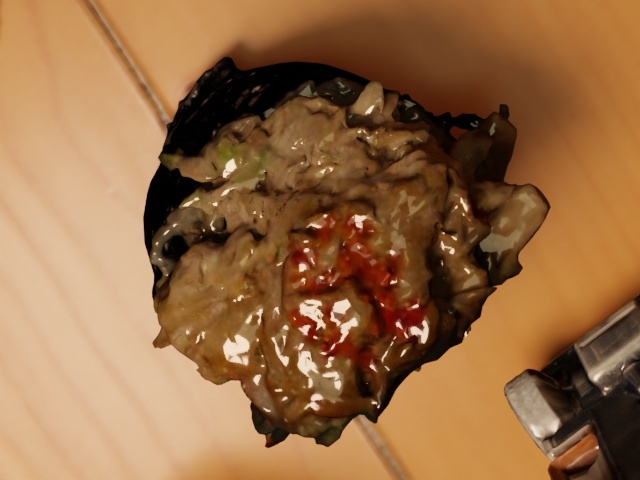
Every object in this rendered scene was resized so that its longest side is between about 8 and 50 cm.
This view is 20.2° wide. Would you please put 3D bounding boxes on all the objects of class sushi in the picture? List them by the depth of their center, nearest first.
[{"bbox_3d":[0.000,0.001,1.093,0.225,0.219,0.238,23,102,-7],"label":"sushi"}]

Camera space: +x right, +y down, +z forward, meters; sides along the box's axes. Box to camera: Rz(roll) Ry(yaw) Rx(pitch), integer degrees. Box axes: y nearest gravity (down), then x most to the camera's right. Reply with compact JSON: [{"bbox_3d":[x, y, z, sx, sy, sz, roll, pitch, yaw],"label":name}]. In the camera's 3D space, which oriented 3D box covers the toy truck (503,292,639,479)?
[{"bbox_3d":[0.246,0.163,1.039,0.173,0.387,0.207,-38,105,10],"label":"toy truck"}]
